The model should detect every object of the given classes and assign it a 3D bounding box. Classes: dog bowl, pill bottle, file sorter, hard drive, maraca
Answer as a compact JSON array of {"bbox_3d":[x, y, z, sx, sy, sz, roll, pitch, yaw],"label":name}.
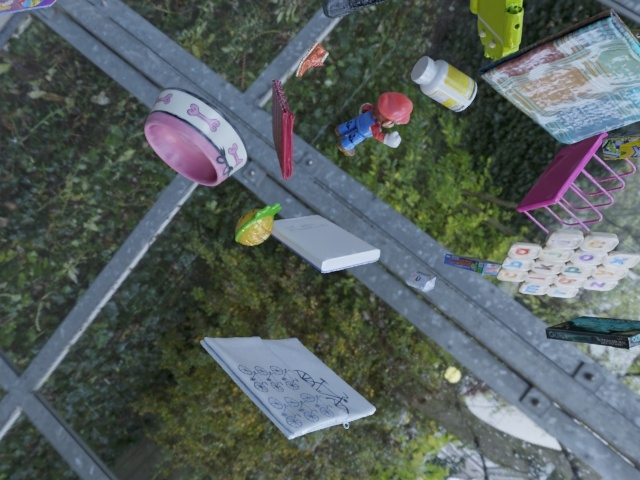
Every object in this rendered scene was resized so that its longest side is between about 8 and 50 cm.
[{"bbox_3d":[-0.486,-0.372,1.749,0.151,0.407,0.408,-59,172,-24],"label":"dog bowl"},{"bbox_3d":[0.359,-0.461,1.341,0.103,0.184,0.103,-42,-143,43],"label":"pill bottle"},{"bbox_3d":[0.845,-0.168,1.510,0.291,0.182,0.202,-50,-176,-9],"label":"file sorter"},{"bbox_3d":[0.000,0.000,1.415,0.210,0.318,0.041,-10,117,-34],"label":"hard drive"},{"bbox_3d":[-0.188,-0.051,1.374,0.185,0.099,0.127,-44,169,37],"label":"maraca"}]

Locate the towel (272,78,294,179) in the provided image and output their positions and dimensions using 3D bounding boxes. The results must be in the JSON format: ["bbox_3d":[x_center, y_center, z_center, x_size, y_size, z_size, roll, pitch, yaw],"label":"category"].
[{"bbox_3d":[-0.111,-0.322,1.311,0.031,0.275,0.199,-4,128,-11],"label":"towel"}]

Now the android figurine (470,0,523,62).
[{"bbox_3d":[0.448,-0.578,1.164,0.056,0.249,0.273,-16,141,3],"label":"android figurine"}]

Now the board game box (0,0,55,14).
[{"bbox_3d":[-0.476,-0.439,0.738,0.033,0.168,0.133,41,51,-70],"label":"board game box"}]

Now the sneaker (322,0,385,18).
[{"bbox_3d":[0.139,-0.788,1.451,0.286,0.130,0.109,-30,137,-5],"label":"sneaker"}]

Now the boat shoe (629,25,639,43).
[{"bbox_3d":[0.851,-0.515,1.182,0.306,0.105,0.111,-8,-176,5],"label":"boat shoe"}]

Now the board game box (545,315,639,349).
[{"bbox_3d":[0.584,0.186,0.944,0.126,0.026,0.186,-9,179,-23],"label":"board game box"}]

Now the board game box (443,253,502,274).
[{"bbox_3d":[0.510,0.080,1.478,0.201,0.136,0.035,7,96,-45],"label":"board game box"}]

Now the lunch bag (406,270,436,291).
[{"bbox_3d":[0.337,0.138,1.539,0.083,0.071,0.053,-14,116,-47],"label":"lunch bag"}]

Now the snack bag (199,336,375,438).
[{"bbox_3d":[-0.057,0.311,1.043,0.342,0.323,0.037,16,102,-52],"label":"snack bag"}]

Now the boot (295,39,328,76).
[{"bbox_3d":[-0.036,-0.721,1.862,0.158,0.084,0.059,-51,-168,13],"label":"boot"}]

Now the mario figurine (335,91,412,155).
[{"bbox_3d":[0.216,-0.431,1.721,0.320,0.198,0.170,-22,-167,42],"label":"mario figurine"}]

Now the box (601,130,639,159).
[{"bbox_3d":[0.821,-0.246,1.170,0.054,0.059,0.168,-29,-159,-28],"label":"box"}]

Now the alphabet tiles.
[{"bbox_3d":[0.583,0.061,1.100,0.284,0.277,0.021,80,17,-57],"label":"alphabet tiles"}]

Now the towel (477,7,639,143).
[{"bbox_3d":[0.551,-0.316,0.964,0.271,0.369,0.040,-11,-113,53],"label":"towel"}]
